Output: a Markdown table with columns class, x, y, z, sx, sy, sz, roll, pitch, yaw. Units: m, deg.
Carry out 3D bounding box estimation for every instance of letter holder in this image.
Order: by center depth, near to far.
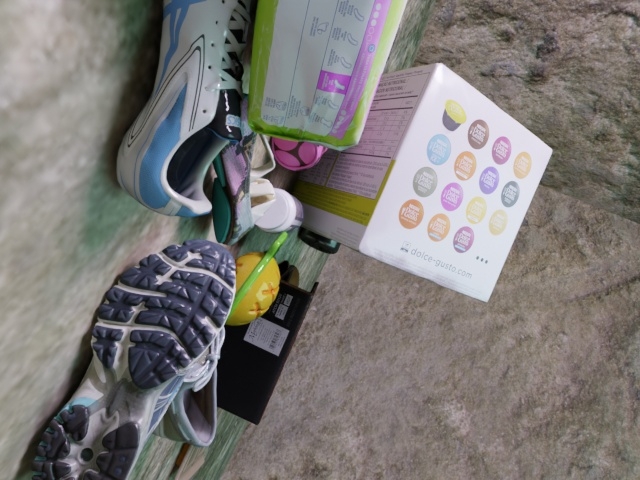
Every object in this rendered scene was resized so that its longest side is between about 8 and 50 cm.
| class | x | y | z | sx | sy | sz | roll | pitch | yaw |
| --- | --- | --- | --- | --- | --- | --- | --- | --- | --- |
| letter holder | -0.124 | 0.195 | 0.921 | 0.214 | 0.152 | 0.301 | -45 | 158 | -78 |

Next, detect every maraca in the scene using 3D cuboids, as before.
| class | x | y | z | sx | sy | sz | roll | pitch | yaw |
| --- | --- | --- | --- | --- | --- | --- | --- | --- | --- |
| maraca | -0.112 | 0.064 | 0.705 | 0.185 | 0.099 | 0.127 | -55 | -175 | -10 |

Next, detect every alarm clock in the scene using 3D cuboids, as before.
| class | x | y | z | sx | sy | sz | roll | pitch | yaw |
| --- | --- | --- | --- | --- | --- | --- | --- | --- | --- |
| alarm clock | 0.000 | 0.000 | 1.305 | 0.192 | 0.130 | 0.064 | 77 | 37 | -80 |

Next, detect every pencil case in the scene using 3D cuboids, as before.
| class | x | y | z | sx | sy | sz | roll | pitch | yaw |
| --- | --- | --- | --- | --- | --- | --- | --- | --- | --- |
| pencil case | -0.006 | -0.206 | 0.724 | 0.209 | 0.095 | 0.098 | -62 | 147 | -50 |

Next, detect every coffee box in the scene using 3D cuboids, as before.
| class | x | y | z | sx | sy | sz | roll | pitch | yaw |
| --- | --- | --- | --- | --- | --- | --- | --- | --- | --- |
| coffee box | 0.182 | -0.117 | 0.873 | 0.338 | 0.338 | 0.333 | 27 | -86 | 60 |

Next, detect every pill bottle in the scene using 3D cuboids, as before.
| class | x | y | z | sx | sy | sz | roll | pitch | yaw |
| --- | --- | --- | --- | --- | --- | --- | --- | --- | --- |
| pill bottle | -0.076 | -0.050 | 0.730 | 0.137 | 0.078 | 0.078 | 8 | 106 | -84 |

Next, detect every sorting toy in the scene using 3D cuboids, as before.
| class | x | y | z | sx | sy | sz | roll | pitch | yaw |
| --- | --- | --- | --- | --- | --- | --- | --- | --- | --- |
| sorting toy | -0.300 | 0.488 | 1.064 | 0.193 | 0.038 | 0.208 | 76 | 34 | -80 |

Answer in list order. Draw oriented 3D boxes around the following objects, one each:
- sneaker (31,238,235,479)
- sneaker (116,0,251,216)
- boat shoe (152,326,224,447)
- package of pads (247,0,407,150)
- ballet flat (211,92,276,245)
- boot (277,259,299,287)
| class | x | y | z | sx | sy | sz | roll | pitch | yaw |
| --- | --- | --- | --- | --- | --- | --- | --- | --- | --- |
| sneaker | -0.188 | 0.122 | 0.448 | 0.282 | 0.110 | 0.122 | -59 | -175 | -8 |
| sneaker | -0.087 | -0.130 | 0.327 | 0.085 | 0.086 | 0.237 | -33 | 145 | -76 |
| boat shoe | -0.186 | 0.197 | 0.607 | 0.118 | 0.103 | 0.320 | -57 | 169 | -55 |
| package of pads | 0.012 | -0.248 | 0.337 | 0.229 | 0.101 | 0.296 | -97 | -160 | -53 |
| ballet flat | -0.091 | -0.072 | 0.487 | 0.079 | 0.076 | 0.221 | -17 | 147 | -20 |
| boot | -0.101 | 0.101 | 1.129 | 0.197 | 0.073 | 0.152 | -64 | 170 | -45 |
